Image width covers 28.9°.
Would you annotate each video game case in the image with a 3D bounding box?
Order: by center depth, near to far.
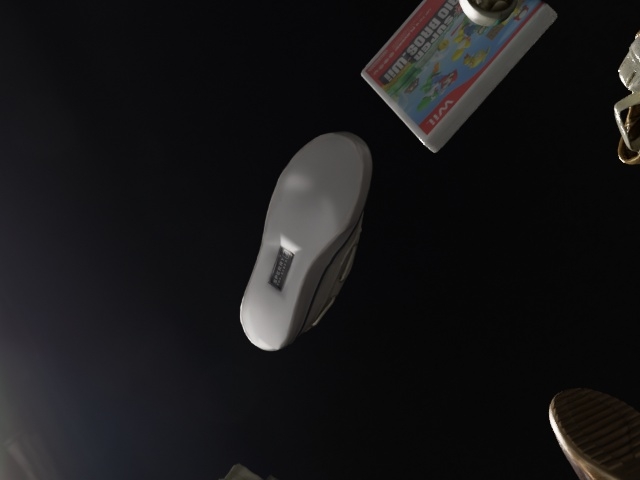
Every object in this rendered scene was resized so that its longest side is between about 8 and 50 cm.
[{"bbox_3d":[0.156,-0.232,1.490,0.025,0.285,0.204,37,-80,-25],"label":"video game case"}]

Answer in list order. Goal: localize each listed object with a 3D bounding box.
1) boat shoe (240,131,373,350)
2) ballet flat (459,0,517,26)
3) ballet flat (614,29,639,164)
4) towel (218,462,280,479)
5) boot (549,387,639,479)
[{"bbox_3d":[0.000,0.000,1.303,0.096,0.088,0.268,34,-59,26],"label":"boat shoe"},{"bbox_3d":[0.153,-0.321,1.242,0.072,0.068,0.213,-18,-83,-2],"label":"ballet flat"},{"bbox_3d":[0.366,-0.166,1.381,0.073,0.080,0.232,-15,-43,-1],"label":"ballet flat"},{"bbox_3d":[-0.081,0.537,1.890,0.312,0.324,0.056,33,-32,-1],"label":"towel"},{"bbox_3d":[0.292,0.284,1.196,0.248,0.090,0.207,-127,-151,-52],"label":"boot"}]
